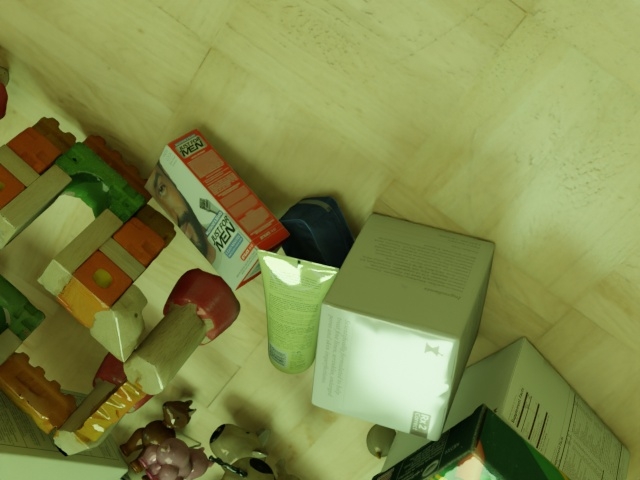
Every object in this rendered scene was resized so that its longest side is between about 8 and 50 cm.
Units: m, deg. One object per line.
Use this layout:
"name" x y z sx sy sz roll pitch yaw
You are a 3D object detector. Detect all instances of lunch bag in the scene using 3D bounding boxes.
"lunch bag" 0.000 0.000 1.306 0.067 0.065 0.098 0 122 46

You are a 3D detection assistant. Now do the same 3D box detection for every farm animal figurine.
"farm animal figurine" -0.106 0.340 1.499 0.330 0.172 0.326 20 142 60

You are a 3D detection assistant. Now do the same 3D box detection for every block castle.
"block castle" -0.342 0.019 1.379 0.453 0.213 0.303 43 133 -5

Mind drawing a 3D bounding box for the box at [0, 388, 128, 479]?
"box" -0.411 0.266 1.459 0.121 0.311 0.148 -45 56 12

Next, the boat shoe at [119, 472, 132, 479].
"boat shoe" -0.318 0.374 1.637 0.306 0.113 0.104 19 123 50

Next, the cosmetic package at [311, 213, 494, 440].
"cosmetic package" 0.093 0.092 1.255 0.152 0.183 0.151 15 127 13

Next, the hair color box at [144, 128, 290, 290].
"hair color box" -0.122 -0.035 1.305 0.167 0.053 0.093 49 141 10

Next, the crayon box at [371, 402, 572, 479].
"crayon box" 0.223 0.346 1.249 0.318 0.081 0.202 40 127 -9

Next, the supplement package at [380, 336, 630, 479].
"supplement package" 0.221 0.263 1.340 0.194 0.149 0.203 -34 105 36

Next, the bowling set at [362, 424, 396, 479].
"bowling set" 0.062 0.392 1.405 0.154 0.287 0.200 32 126 -6

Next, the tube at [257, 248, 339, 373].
"tube" -0.028 0.081 1.326 0.062 0.070 0.240 59 163 26
